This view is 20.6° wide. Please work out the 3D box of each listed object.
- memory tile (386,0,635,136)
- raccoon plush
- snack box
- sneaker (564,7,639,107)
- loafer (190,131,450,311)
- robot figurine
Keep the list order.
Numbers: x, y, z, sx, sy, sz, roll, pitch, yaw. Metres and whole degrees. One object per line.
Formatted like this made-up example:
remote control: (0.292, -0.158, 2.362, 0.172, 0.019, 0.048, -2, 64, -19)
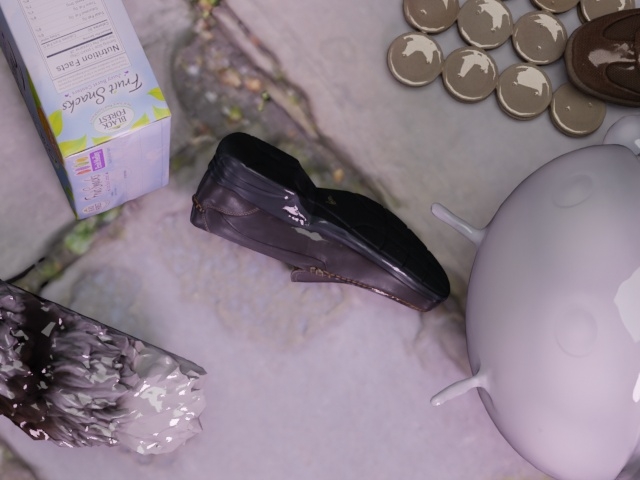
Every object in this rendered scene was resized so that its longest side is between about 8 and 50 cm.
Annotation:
memory tile: (0.124, -0.135, 1.143, 0.148, 0.012, 0.113, 17, 77, -2)
raccoon plush: (-0.314, 0.124, 0.956, 0.446, 0.216, 0.299, 23, 85, -2)
snack box: (-0.155, -0.131, 1.027, 0.070, 0.174, 0.207, -24, 82, -9)
sneaker: (0.251, -0.123, 1.116, 0.188, 0.071, 0.066, -1, 80, -13)
loafer: (0.000, 0.000, 1.087, 0.170, 0.062, 0.061, 32, 116, -6)
robot figurine: (0.237, 0.050, 1.022, 0.354, 0.199, 0.300, 5, 51, -5)
